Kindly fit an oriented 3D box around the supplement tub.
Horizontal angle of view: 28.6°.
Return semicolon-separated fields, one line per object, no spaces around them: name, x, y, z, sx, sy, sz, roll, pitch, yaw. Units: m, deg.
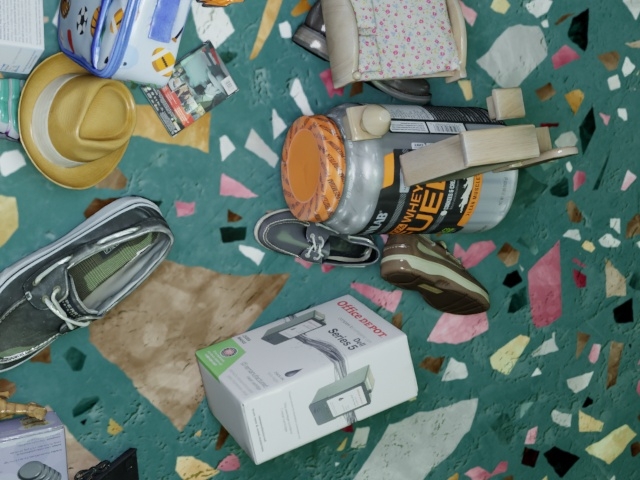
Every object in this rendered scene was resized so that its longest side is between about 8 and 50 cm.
supplement tub;0.114;-0.104;1.847;0.316;0.193;0.194;-1;109;-26

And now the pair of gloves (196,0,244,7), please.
pair of gloves;-0.141;-0.363;1.728;0.074;0.010;0.083;-9;109;-23

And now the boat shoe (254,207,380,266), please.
boat shoe;0.000;0.000;1.901;0.206;0.065;0.075;11;103;-30

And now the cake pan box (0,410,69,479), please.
cake pan box;-0.491;0.388;1.793;0.266;0.070;0.246;-11;111;-24

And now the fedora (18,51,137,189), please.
fedora;-0.301;-0.160;1.640;0.194;0.079;0.194;2;87;-49

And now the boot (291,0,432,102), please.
boot;0.101;-0.339;1.814;0.263;0.091;0.229;25;96;-30

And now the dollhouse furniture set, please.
dollhouse furniture set;0.184;-0.267;1.696;0.303;0.174;0.356;-8;87;-28

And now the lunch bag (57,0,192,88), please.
lunch bag;-0.224;-0.349;1.553;0.115;0.243;0.303;9;105;-30

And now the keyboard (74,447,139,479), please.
keyboard;-0.334;0.369;1.843;0.180;0.023;0.108;-37;136;-46

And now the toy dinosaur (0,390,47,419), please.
toy dinosaur;-0.484;0.240;1.714;0.211;0.112;0.064;-17;116;-20

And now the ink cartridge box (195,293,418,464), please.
ink cartridge box;-0.021;0.201;1.886;0.272;0.198;0.115;-20;115;-20

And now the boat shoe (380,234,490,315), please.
boat shoe;0.192;0.044;2.001;0.257;0.095;0.095;30;56;-48

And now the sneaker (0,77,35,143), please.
sneaker;-0.434;-0.168;1.627;0.223;0.098;0.083;19;65;-50

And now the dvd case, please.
dvd case;-0.183;-0.213;1.760;0.119;0.013;0.087;-37;121;-9

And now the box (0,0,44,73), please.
box;-0.417;-0.283;1.547;0.137;0.072;0.126;5;68;-28

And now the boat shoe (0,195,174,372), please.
boat shoe;-0.346;0.065;1.715;0.335;0.119;0.121;-43;122;-7
